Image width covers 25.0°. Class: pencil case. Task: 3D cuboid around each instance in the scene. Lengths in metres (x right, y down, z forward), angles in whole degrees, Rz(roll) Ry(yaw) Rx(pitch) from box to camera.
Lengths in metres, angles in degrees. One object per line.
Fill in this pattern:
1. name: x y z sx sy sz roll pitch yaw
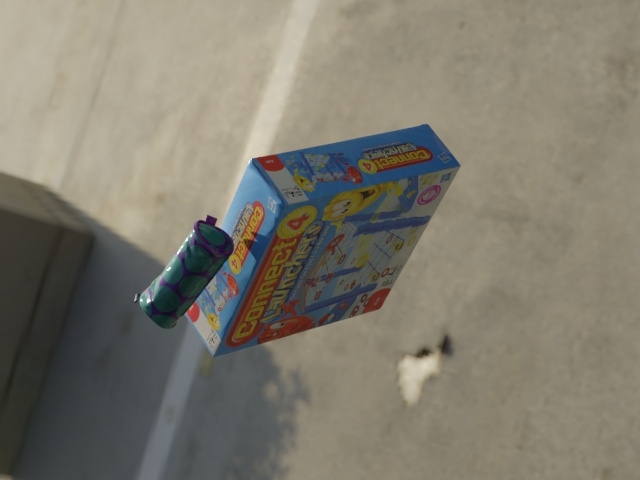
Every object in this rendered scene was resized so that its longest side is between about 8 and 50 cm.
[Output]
1. pencil case: -0.174 0.043 1.860 0.151 0.064 0.070 -50 28 28

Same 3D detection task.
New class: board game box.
1. board game box: 0.000 0.000 1.961 0.086 0.302 0.308 53 138 27
